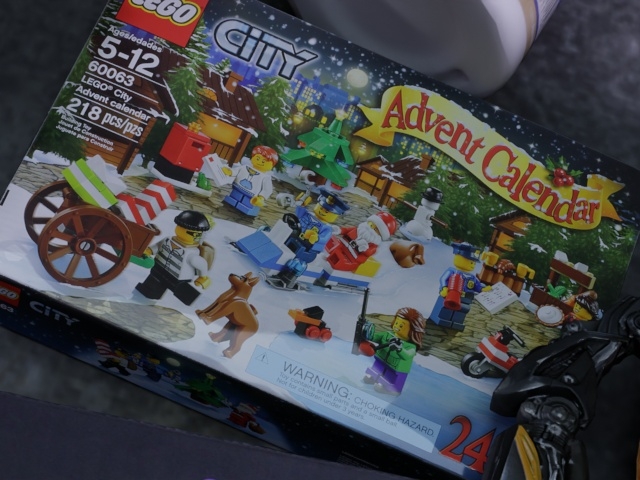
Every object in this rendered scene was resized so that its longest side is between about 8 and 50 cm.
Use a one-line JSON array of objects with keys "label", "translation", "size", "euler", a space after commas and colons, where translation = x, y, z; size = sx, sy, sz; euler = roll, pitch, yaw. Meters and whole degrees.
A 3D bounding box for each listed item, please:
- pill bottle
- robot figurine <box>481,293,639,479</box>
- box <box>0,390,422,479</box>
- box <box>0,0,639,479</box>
[{"label": "pill bottle", "translation": [0.073, -0.157, 0.813], "size": [0.112, 0.112, 0.187], "euler": [32, 60, 4]}, {"label": "robot figurine", "translation": [0.185, 0.079, 0.715], "size": [0.211, 0.085, 0.291], "euler": [47, 55, -2]}, {"label": "box", "translation": [-0.076, 0.145, 0.593], "size": [0.270, 0.165, 0.143], "euler": [13, 62, -7]}, {"label": "box", "translation": [0.000, 0.000, 0.754], "size": [0.233, 0.044, 0.159], "euler": [23, 61, -1]}]
